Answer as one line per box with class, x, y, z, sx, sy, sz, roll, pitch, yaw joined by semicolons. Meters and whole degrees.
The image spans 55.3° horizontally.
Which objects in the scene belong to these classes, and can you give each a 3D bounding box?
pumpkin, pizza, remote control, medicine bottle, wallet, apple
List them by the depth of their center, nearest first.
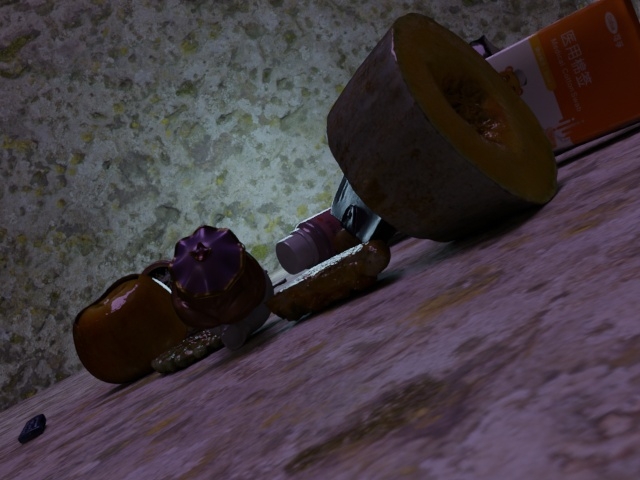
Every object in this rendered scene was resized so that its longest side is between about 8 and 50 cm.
pumpkin;0.171;-0.144;0.903;0.332;0.332;0.199;-29;-10;-48
pizza;0.011;0.066;0.919;0.197;0.058;0.292;-29;0;-24
remote control;-0.573;0.375;1.224;0.043;0.027;0.152;-21;1;-20
apple;-0.408;0.185;1.313;0.237;0.208;0.237;-30;2;1
wallet;0.110;-0.106;1.459;0.197;0.051;0.377;-65;19;10
medicine bottle;0.000;0.000;1.702;0.247;0.147;0.147;-29;2;-33

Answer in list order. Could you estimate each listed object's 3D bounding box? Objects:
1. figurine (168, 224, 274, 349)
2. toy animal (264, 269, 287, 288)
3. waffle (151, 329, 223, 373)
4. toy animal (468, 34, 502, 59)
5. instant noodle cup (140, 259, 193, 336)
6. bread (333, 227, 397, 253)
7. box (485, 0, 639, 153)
figurine;-0.150;0.074;0.952;0.142;0.190;0.263;-16;-17;0
toy animal;-0.195;0.150;1.640;0.243;0.087;0.260;-42;-4;29
waffle;-0.220;0.190;1.119;0.183;0.036;0.169;-29;4;-36
toy animal;0.349;-0.340;1.547;0.310;0.251;0.251;-36;-3;34
instant noodle cup;-0.369;0.158;1.781;0.244;0.244;0.255;-26;-7;26
bread;0.128;-0.028;1.569;0.134;0.081;0.225;-34;7;-32
box;0.460;-0.287;1.182;0.341;0.225;0.143;-22;-6;35
